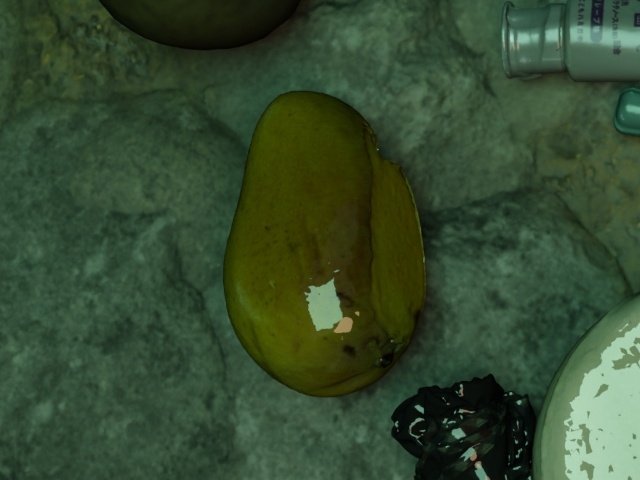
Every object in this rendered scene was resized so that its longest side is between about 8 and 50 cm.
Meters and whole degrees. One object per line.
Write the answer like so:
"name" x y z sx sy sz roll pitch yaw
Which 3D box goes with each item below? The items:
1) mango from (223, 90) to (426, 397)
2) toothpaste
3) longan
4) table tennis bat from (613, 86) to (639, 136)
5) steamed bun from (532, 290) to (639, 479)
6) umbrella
"mango" 0.000 0.000 1.548 0.167 0.130 0.262 -4 76 22
"toothpaste" 0.299 -0.170 1.506 0.299 0.073 0.114 -1 53 15
"longan" -0.113 -0.256 1.585 0.212 0.198 0.198 40 95 16
"table tennis bat" 0.355 -0.082 1.497 0.237 0.038 0.149 15 87 16
"steamed bun" 0.307 0.168 1.403 0.283 0.177 0.283 -3 80 19
"umbrella" 0.146 0.239 1.480 0.122 0.110 0.272 -18 77 11
